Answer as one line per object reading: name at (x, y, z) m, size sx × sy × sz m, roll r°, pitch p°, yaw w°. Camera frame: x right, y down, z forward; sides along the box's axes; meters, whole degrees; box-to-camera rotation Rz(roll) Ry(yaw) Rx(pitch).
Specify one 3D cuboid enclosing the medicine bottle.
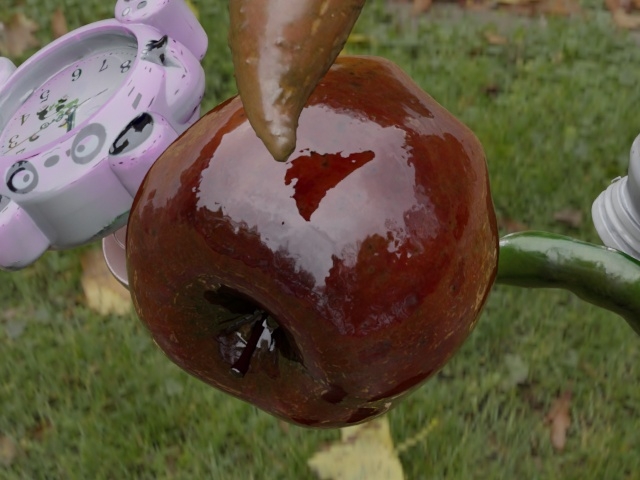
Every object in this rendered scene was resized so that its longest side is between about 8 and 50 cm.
medicine bottle at (0.353, -0.062, 1.491) m, size 0.135 × 0.215 × 0.135 m, roll 28°, pitch 39°, yaw -25°

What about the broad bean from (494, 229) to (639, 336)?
broad bean at (0.252, 0.067, 1.422) m, size 0.292 × 0.144 × 0.049 m, roll 26°, pitch 49°, yaw 5°

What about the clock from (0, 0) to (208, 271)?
clock at (-0.198, -0.095, 1.364) m, size 0.228 × 0.090 × 0.248 m, roll -26°, pitch 36°, yaw 14°

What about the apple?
apple at (0.002, 0.001, 1.012) m, size 0.234 × 0.234 × 0.234 m, roll -1°, pitch 59°, yaw 2°

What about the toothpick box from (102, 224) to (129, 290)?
toothpick box at (-0.178, 0.010, 1.733) m, size 0.098 × 0.149 × 0.098 m, roll 0°, pitch 85°, yaw -4°

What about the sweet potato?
sweet potato at (0.037, -0.212, 0.838) m, size 0.106 × 0.095 × 0.354 m, roll 33°, pitch 86°, yaw 17°
